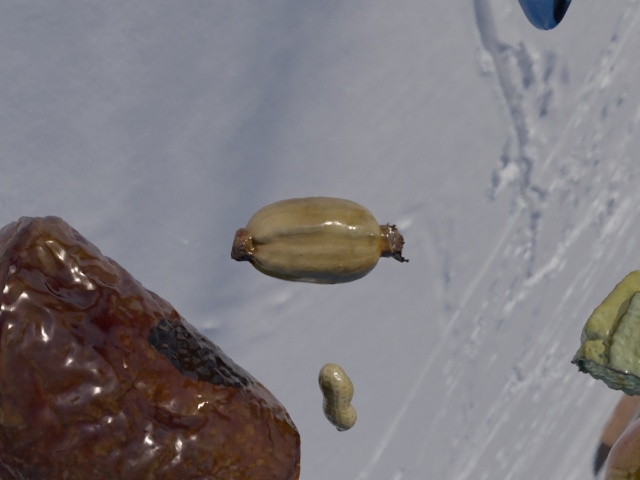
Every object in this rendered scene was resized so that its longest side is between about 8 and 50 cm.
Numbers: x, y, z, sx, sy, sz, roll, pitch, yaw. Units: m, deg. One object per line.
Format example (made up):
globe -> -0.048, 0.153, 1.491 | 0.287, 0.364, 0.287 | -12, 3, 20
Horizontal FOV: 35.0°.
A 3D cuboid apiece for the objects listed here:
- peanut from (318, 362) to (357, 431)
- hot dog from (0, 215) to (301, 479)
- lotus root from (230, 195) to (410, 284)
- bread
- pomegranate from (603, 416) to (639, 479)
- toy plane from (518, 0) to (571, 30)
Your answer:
peanut -> 0.017, 0.164, 1.051 | 0.037, 0.037, 0.083 | -40, 133, -40
hot dog -> -0.189, 0.150, 0.972 | 0.174, 0.387, 0.267 | -38, -161, 26
lotus root -> 0.000, 0.000, 0.838 | 0.062, 0.150, 0.073 | -140, -129, -76
bread -> 0.289, 0.077, 0.794 | 0.110, 0.156, 0.103 | -64, 151, -16
pomegranate -> 0.370, 0.254, 0.953 | 0.256, 0.221, 0.221 | -28, 146, -40
toy plane -> 0.199, -0.335, 0.949 | 0.254, 0.105, 0.271 | -11, 107, -46
